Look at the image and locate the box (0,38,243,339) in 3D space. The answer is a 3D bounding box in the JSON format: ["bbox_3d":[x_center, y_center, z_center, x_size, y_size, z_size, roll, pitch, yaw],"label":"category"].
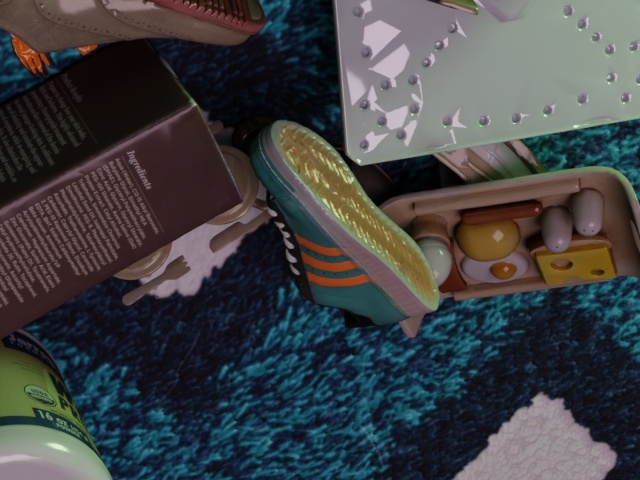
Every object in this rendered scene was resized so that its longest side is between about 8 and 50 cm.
[{"bbox_3d":[-0.291,-0.035,1.728,0.381,0.191,0.143,-30,126,-5],"label":"box"}]

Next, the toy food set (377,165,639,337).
[{"bbox_3d":[0.218,0.029,1.954,0.306,0.092,0.220,-7,146,16],"label":"toy food set"}]

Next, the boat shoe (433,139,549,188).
[{"bbox_3d":[0.179,-0.089,1.968,0.103,0.113,0.302,-42,116,4],"label":"boat shoe"}]

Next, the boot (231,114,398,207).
[{"bbox_3d":[0.009,-0.058,1.902,0.219,0.106,0.082,20,108,-32],"label":"boot"}]

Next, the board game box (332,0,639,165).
[{"bbox_3d":[0.185,-0.299,1.825,0.390,0.050,0.390,-10,106,-19],"label":"board game box"}]

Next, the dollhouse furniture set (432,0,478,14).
[{"bbox_3d":[0.173,-0.352,1.732,0.259,0.135,0.262,16,96,-13],"label":"dollhouse furniture set"}]

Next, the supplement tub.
[{"bbox_3d":[-0.349,0.212,1.760,0.228,0.316,0.228,-11,122,-19],"label":"supplement tub"}]

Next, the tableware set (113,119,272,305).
[{"bbox_3d":[-0.150,-0.026,1.851,0.194,0.128,0.039,-31,165,1],"label":"tableware set"}]

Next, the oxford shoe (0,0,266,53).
[{"bbox_3d":[-0.224,-0.241,1.701,0.348,0.123,0.130,15,126,-24],"label":"oxford shoe"}]

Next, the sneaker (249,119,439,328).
[{"bbox_3d":[0.000,0.000,1.807,0.121,0.108,0.302,-24,131,23],"label":"sneaker"}]

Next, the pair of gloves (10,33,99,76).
[{"bbox_3d":[-0.267,-0.205,1.751,0.083,0.010,0.074,-30,125,-8],"label":"pair of gloves"}]
